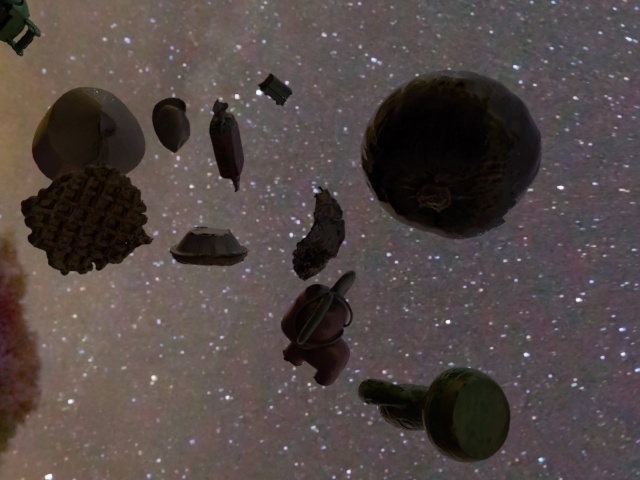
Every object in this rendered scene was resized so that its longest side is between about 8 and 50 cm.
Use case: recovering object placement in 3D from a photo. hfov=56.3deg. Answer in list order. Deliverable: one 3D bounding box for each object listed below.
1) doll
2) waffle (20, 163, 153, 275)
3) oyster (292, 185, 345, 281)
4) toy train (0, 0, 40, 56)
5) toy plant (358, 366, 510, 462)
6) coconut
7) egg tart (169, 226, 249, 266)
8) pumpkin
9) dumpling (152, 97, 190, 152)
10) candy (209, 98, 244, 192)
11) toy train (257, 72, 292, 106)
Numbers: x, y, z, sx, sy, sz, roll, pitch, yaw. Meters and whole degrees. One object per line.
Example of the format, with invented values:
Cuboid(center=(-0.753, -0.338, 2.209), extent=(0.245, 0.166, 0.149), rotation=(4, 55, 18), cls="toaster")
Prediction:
Cuboid(center=(0.014, 0.223, 1.620), extent=(0.216, 0.284, 0.268), rotation=(33, -59, 8), cls="doll")
Cuboid(center=(-0.499, -0.041, 1.293), extent=(0.052, 0.254, 0.245), rotation=(48, -19, 51), cls="waffle")
Cuboid(center=(0.004, -0.001, 1.647), extent=(0.107, 0.201, 0.354), rotation=(27, -23, 8), cls="oyster")
Cuboid(center=(-0.542, -0.402, 1.029), extent=(0.099, 0.081, 0.149), rotation=(-35, -121, 23), cls="toy train")
Cuboid(center=(0.238, 0.360, 1.295), extent=(0.316, 0.224, 0.184), rotation=(-9, -120, 57), cls="toy plant")
Cuboid(center=(-0.693, -0.299, 1.806), extent=(0.323, 0.323, 0.322), rotation=(4, -85, 50), cls="coconut")
Cuboid(center=(-0.326, 0.013, 1.758), extent=(0.234, 0.234, 0.094), rotation=(13, -75, 49), cls="egg tart")
Cuboid(center=(0.321, -0.215, 1.507), extent=(0.454, 0.454, 0.344), rotation=(-24, -148, 48), cls="pumpkin")
Cuboid(center=(-0.518, -0.402, 2.080), extent=(0.150, 0.092, 0.176), rotation=(6, -64, 27), cls="dumpling")
Cuboid(center=(-0.229, -0.230, 1.470), extent=(0.292, 0.059, 0.086), rotation=(84, 13, -47), cls="candy")
Cuboid(center=(-0.120, -0.402, 1.598), extent=(0.056, 0.093, 0.038), rotation=(-46, -134, 13), cls="toy train")
